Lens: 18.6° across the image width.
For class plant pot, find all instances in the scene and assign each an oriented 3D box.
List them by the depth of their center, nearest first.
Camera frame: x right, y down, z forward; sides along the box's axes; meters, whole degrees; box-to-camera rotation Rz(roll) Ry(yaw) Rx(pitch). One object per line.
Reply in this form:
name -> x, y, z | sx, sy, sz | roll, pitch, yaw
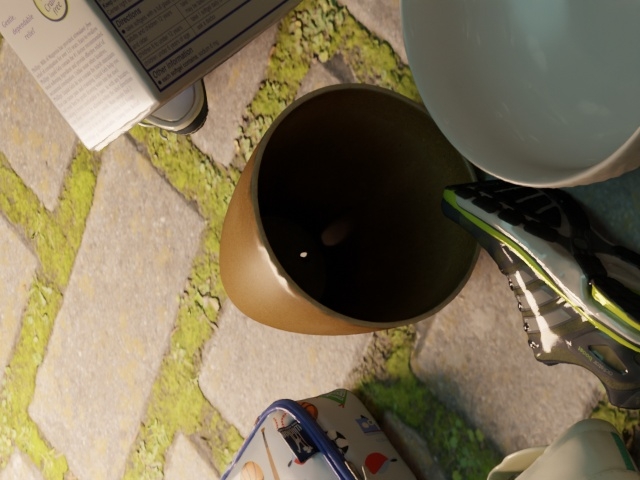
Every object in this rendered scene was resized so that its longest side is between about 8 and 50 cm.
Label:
plant pot -> 0.000, 0.000, 1.926 | 0.254, 0.237, 0.237 | -36, 65, 62

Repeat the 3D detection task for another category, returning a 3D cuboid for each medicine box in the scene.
medicine box -> -0.203, -0.288, 2.014 | 0.289, 0.263, 0.149 | 54, 139, -5

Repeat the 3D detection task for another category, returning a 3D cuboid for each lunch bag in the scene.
lunch bag -> -0.006, 0.315, 2.025 | 0.243, 0.115, 0.303 | 55, 133, 30

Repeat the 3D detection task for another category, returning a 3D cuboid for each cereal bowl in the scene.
cereal bowl -> 0.227, -0.214, 1.666 | 0.339, 0.141, 0.339 | 7, 100, 50

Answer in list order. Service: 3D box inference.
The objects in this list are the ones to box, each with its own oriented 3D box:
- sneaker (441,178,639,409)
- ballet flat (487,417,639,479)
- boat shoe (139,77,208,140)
sneaker -> 0.204, 0.042, 1.749 | 0.300, 0.111, 0.121 | 43, 129, 42
ballet flat -> 0.159, 0.288, 1.827 | 0.400, 0.139, 0.139 | -41, 62, 40
boat shoe -> -0.186, -0.179, 2.208 | 0.095, 0.079, 0.254 | -45, 42, -6
